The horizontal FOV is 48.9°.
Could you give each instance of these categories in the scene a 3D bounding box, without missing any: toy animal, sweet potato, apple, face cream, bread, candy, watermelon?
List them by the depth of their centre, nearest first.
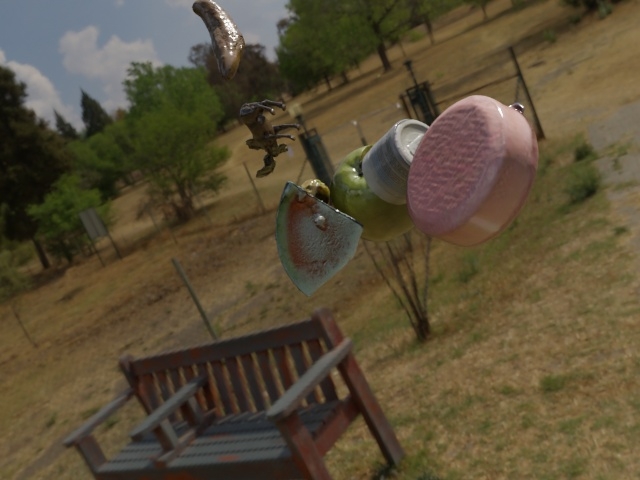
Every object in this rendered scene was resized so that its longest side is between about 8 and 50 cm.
[{"bbox_3d":[0.244,-0.119,1.150,0.094,0.255,0.255,19,-11,-27],"label":"candy"},{"bbox_3d":[0.000,0.000,1.801,0.213,0.320,0.290,-3,62,21],"label":"watermelon"},{"bbox_3d":[0.218,-0.202,1.813,0.177,0.177,0.153,-33,-6,-40],"label":"face cream"},{"bbox_3d":[-0.141,-0.269,1.823,0.186,0.214,0.094,-15,39,30],"label":"toy animal"},{"bbox_3d":[-0.281,-0.587,2.066,0.114,0.342,0.092,-8,-32,-26],"label":"sweet potato"},{"bbox_3d":[0.171,-0.144,2.091,0.291,0.254,0.292,-17,53,24],"label":"apple"},{"bbox_3d":[-0.037,-0.058,2.114,0.098,0.270,0.087,5,-19,23],"label":"bread"}]
